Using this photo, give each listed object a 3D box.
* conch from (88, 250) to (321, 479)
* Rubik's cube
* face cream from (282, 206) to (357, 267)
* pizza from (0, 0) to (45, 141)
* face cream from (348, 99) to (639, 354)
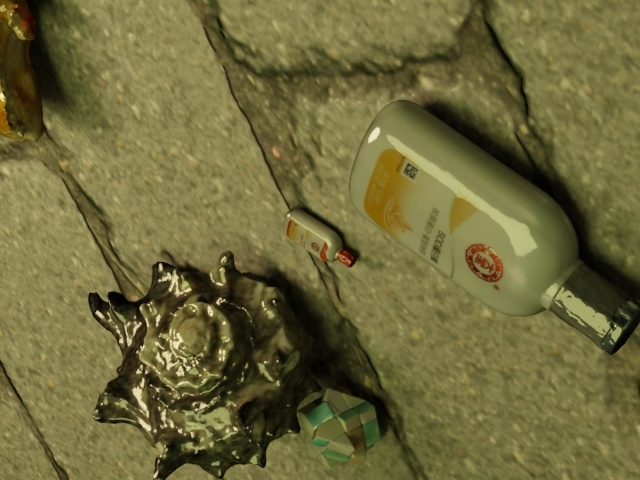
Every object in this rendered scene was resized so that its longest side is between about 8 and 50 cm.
[{"bbox_3d":[-0.130,0.121,1.955,0.313,0.186,0.241,26,109,55],"label":"conch"},{"bbox_3d":[0.023,0.197,1.934,0.073,0.075,0.084,32,157,50],"label":"Rubik's cube"},{"bbox_3d":[0.000,0.000,1.840,0.083,0.021,0.040,33,140,20],"label":"face cream"},{"bbox_3d":[-0.360,-0.256,1.940,0.189,0.071,0.297,27,135,44],"label":"pizza"},{"bbox_3d":[0.157,-0.002,1.645,0.291,0.071,0.144,37,140,15],"label":"face cream"}]
